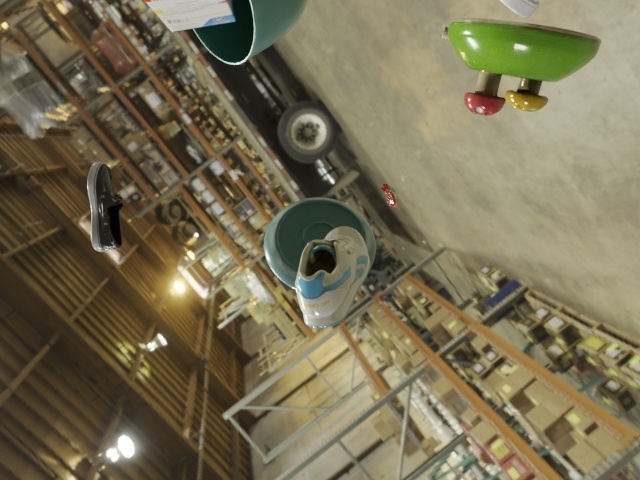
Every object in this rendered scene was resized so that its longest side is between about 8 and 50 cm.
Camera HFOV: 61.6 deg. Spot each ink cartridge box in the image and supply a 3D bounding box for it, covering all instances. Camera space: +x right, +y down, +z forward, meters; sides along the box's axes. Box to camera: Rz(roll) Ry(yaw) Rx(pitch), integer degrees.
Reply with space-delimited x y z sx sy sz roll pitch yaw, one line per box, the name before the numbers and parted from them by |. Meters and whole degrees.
ink cartridge box | -0.237 -0.451 0.947 0.231 0.134 0.078 -101 3 -86

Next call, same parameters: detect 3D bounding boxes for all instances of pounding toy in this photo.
pounding toy | 0.248 -0.222 0.714 0.183 0.110 0.237 10 -161 2

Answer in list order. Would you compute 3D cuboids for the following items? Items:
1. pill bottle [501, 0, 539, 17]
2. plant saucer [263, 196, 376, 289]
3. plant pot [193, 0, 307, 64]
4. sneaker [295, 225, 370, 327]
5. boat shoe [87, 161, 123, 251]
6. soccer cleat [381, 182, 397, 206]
pill bottle | 0.239 -0.296 0.556 0.065 0.116 0.065 20 -137 -20
plant saucer | 0.000 0.000 1.501 0.317 0.317 0.044 51 159 23
plant pot | -0.169 -0.616 1.321 0.293 0.235 0.293 35 145 30
sneaker | 0.022 0.031 0.833 0.229 0.087 0.092 -68 -31 -57
boat shoe | -0.533 -0.086 1.353 0.080 0.076 0.228 33 -126 -78
soccer cleat | 0.185 -0.117 1.385 0.083 0.035 0.029 -112 34 -42
